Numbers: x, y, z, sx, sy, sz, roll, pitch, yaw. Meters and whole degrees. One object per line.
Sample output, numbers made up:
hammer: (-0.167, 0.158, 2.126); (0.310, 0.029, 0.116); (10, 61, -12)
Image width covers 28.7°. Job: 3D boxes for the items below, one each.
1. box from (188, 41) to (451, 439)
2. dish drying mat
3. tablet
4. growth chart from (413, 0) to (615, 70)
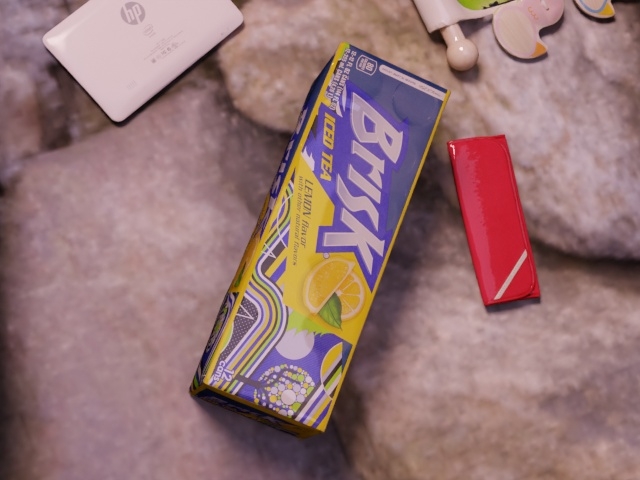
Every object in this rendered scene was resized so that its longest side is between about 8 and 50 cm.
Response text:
box: (0.000, 0.000, 0.567); (0.059, 0.054, 0.169); (24, 73, -8)
dish drying mat: (0.085, -0.011, 0.614); (0.032, 0.008, 0.083); (-9, 81, -14)
tablet: (-0.083, -0.100, 0.592); (0.083, 0.006, 0.054); (-42, 90, -18)
growth chart: (0.125, -0.202, 0.657); (0.237, 0.021, 0.172); (-33, 89, -17)
